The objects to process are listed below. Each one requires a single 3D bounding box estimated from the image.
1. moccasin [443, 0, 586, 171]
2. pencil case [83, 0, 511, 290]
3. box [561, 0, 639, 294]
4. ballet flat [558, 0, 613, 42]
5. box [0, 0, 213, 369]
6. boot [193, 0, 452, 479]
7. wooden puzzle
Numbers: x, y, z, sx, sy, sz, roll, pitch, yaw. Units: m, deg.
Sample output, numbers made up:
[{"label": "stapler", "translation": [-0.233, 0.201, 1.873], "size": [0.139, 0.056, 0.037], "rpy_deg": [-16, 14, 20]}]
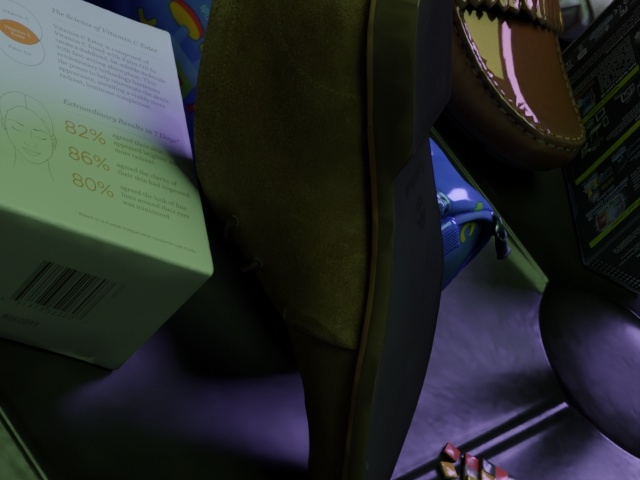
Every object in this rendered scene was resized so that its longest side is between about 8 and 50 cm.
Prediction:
[{"label": "moccasin", "translation": [0.124, -0.230, 1.405], "size": [0.139, 0.147, 0.380], "rpy_deg": [17, 55, -43]}, {"label": "pencil case", "translation": [-0.028, -0.081, 1.122], "size": [0.119, 0.133, 0.306], "rpy_deg": [-29, 75, -32]}, {"label": "box", "translation": [0.276, -0.125, 1.374], "size": [0.060, 0.270, 0.216], "rpy_deg": [25, 37, -26]}, {"label": "ballet flat", "translation": [0.158, -0.220, 1.538], "size": [0.248, 0.086, 0.086], "rpy_deg": [47, 33, 5]}, {"label": "box", "translation": [-0.141, -0.039, 0.986], "size": [0.130, 0.091, 0.170], "rpy_deg": [19, 41, -33]}, {"label": "boot", "translation": [0.000, 0.000, 0.994], "size": [0.115, 0.305, 0.112], "rpy_deg": [6, 19, 14]}, {"label": "wooden puzzle", "translation": [0.101, 0.150, 1.122], "size": [0.083, 0.006, 0.049], "rpy_deg": [32, 35, -19]}]
